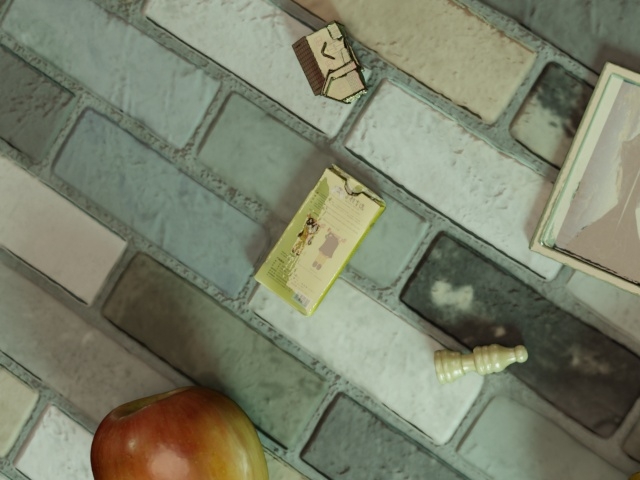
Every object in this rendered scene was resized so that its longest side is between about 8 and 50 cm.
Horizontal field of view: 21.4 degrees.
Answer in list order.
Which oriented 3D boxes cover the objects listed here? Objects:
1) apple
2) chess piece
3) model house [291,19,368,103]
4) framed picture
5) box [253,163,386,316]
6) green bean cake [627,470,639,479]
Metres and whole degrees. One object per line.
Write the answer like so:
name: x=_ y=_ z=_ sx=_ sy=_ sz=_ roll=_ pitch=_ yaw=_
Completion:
apple: x=-0.137 y=0.242 z=1.731 sx=0.199 sy=0.199 sz=0.199 roll=1 pitch=93 yaw=17
chess piece: x=0.162 y=0.121 z=1.702 sx=0.092 sy=0.035 sz=0.035 roll=-10 pitch=90 yaw=14
model house: x=0.010 y=-0.173 z=1.718 sx=0.058 sy=0.057 sz=0.083 roll=-24 pitch=88 yaw=12
framed picture: x=0.309 y=-0.055 z=1.655 sx=0.150 sy=0.015 sz=0.203 roll=25 pitch=100 yaw=14
box: x=0.000 y=0.000 z=1.749 sx=0.073 sy=0.020 sz=0.149 roll=37 pitch=103 yaw=13
green bean cake: x=0.373 y=0.314 z=1.599 sx=0.230 sy=0.131 sz=0.224 roll=35 pitch=100 yaw=15
